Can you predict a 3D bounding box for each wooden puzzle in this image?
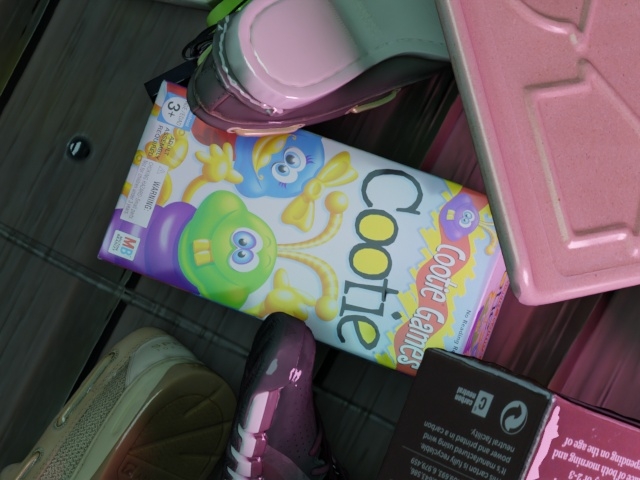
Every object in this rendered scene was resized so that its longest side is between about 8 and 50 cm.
[{"bbox_3d":[0.218,-0.129,1.409,0.348,0.080,0.322,-9,81,-32],"label":"wooden puzzle"}]

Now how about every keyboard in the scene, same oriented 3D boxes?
[{"bbox_3d":[-0.049,-0.162,1.505,0.192,0.100,0.038,-29,80,-4],"label":"keyboard"}]

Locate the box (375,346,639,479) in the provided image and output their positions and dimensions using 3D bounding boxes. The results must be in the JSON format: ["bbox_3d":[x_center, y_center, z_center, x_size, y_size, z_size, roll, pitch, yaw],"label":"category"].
[{"bbox_3d":[0.110,0.285,1.356,0.143,0.191,0.381,18,87,51],"label":"box"}]

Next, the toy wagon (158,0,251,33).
[{"bbox_3d":[-0.040,-0.330,1.550,0.344,0.068,0.267,-32,81,4],"label":"toy wagon"}]

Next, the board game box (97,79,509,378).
[{"bbox_3d":[0.000,0.000,1.472,0.275,0.142,0.144,20,88,11],"label":"board game box"}]

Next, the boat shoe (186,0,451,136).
[{"bbox_3d":[0.029,-0.151,1.440,0.091,0.305,0.109,-33,83,47],"label":"boat shoe"}]

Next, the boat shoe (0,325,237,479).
[{"bbox_3d":[-0.198,0.221,1.510,0.341,0.121,0.110,-51,42,-1],"label":"boat shoe"}]

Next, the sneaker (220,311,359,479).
[{"bbox_3d":[0.011,0.170,1.431,0.162,0.281,0.106,12,43,-1],"label":"sneaker"}]
